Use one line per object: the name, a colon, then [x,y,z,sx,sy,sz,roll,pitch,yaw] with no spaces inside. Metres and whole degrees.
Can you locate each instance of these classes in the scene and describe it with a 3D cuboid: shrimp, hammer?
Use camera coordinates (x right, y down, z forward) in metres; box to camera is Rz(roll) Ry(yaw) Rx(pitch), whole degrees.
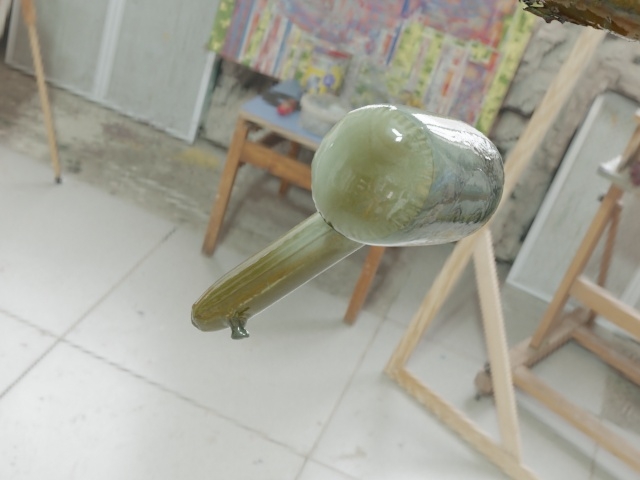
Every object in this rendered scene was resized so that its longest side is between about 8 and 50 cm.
shrimp: [0.205,-0.199,0.702,0.034,0.124,0.178,5,17,-45]
hammer: [0.000,0.000,0.872,0.202,0.305,0.113,3,56,-60]
